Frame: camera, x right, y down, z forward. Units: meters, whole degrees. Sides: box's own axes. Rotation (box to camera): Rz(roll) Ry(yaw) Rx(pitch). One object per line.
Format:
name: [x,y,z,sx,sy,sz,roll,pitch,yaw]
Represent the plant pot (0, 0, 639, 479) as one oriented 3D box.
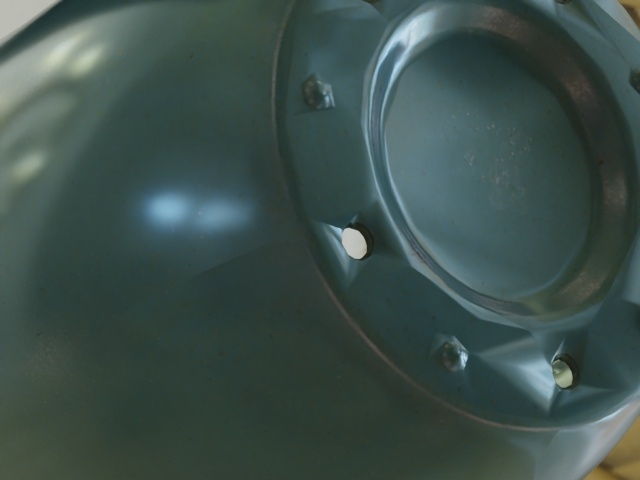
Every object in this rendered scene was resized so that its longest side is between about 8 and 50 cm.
plant pot: [0.000,0.000,0.534,0.293,0.235,0.293,11,-111,-30]
